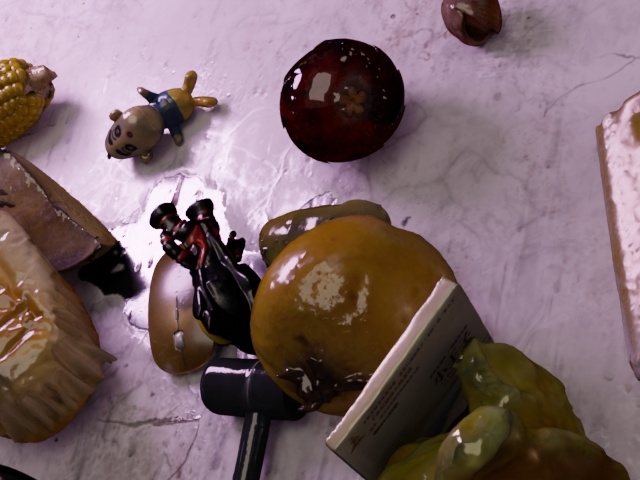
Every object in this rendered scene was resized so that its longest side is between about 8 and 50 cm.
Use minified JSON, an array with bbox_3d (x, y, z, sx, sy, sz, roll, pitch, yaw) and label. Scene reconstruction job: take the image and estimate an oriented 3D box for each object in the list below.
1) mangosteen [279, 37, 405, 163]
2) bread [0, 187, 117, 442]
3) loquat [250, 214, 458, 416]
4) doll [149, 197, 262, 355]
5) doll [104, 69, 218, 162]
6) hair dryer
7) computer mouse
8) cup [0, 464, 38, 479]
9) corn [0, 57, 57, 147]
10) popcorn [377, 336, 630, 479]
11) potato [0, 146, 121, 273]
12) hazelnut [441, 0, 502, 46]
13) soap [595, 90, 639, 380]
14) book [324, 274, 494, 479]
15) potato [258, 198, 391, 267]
[{"bbox_3d":[0.020,-0.183,1.689,0.166,0.166,0.180,-51,25,-7],"label":"mangosteen"},{"bbox_3d":[-0.452,0.095,1.728,0.236,0.183,0.388,-36,62,-7],"label":"bread"},{"bbox_3d":[0.038,0.092,1.449,0.244,0.244,0.243,-15,55,22],"label":"loquat"},{"bbox_3d":[-0.123,0.051,1.633,0.127,0.088,0.248,-28,63,-19],"label":"doll"},{"bbox_3d":[-0.240,-0.173,1.879,0.179,0.102,0.089,-37,6,10],"label":"doll"},{"bbox_3d":[-0.089,0.246,1.541,0.124,0.071,0.219,-3,69,31],"label":"hair dryer"},{"bbox_3d":[-0.176,0.079,1.702,0.102,0.045,0.199,-17,53,24],"label":"computer mouse"},{"bbox_3d":[-0.370,0.388,1.585,0.166,0.239,0.177,32,84,-3],"label":"cup"},{"bbox_3d":[-0.546,-0.183,2.042,0.322,0.119,0.119,-31,50,19],"label":"corn"},{"bbox_3d":[0.176,0.290,1.213,0.335,0.274,0.279,46,108,13],"label":"popcorn"},{"bbox_3d":[-0.399,-0.011,1.858,0.243,0.098,0.138,42,98,24],"label":"potato"},{"bbox_3d":[0.196,-0.294,1.697,0.086,0.086,0.086,-15,55,22],"label":"hazelnut"},{"bbox_3d":[0.438,-0.032,1.302,0.293,0.156,0.335,-26,50,37],"label":"soap"},{"bbox_3d":[0.111,0.170,1.317,0.026,0.289,0.201,32,81,30],"label":"book"},{"bbox_3d":[0.000,0.000,1.624,0.188,0.085,0.105,-1,59,35],"label":"potato"}]
